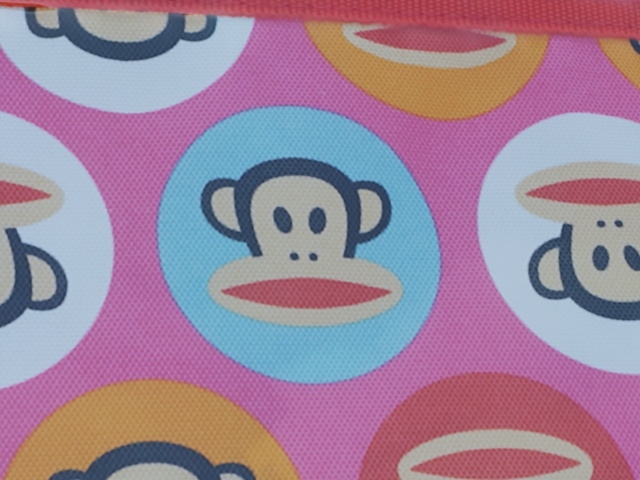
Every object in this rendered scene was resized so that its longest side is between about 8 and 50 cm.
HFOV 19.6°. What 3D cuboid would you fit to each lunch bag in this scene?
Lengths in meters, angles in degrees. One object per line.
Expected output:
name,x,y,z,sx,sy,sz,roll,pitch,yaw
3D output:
lunch bag,0.000,0.000,0.459,0.293,0.120,0.258,1,65,-15
